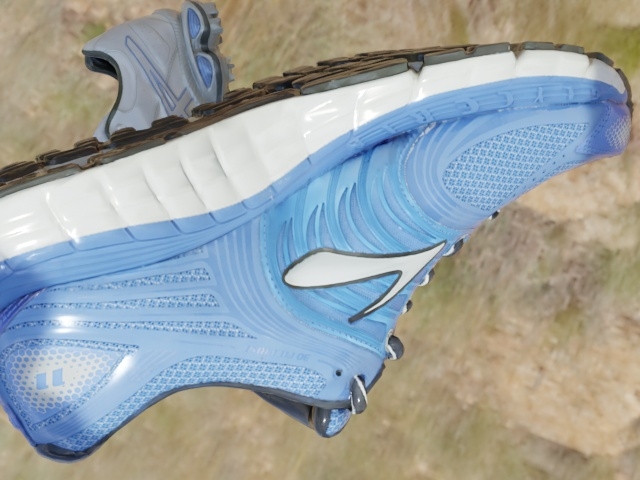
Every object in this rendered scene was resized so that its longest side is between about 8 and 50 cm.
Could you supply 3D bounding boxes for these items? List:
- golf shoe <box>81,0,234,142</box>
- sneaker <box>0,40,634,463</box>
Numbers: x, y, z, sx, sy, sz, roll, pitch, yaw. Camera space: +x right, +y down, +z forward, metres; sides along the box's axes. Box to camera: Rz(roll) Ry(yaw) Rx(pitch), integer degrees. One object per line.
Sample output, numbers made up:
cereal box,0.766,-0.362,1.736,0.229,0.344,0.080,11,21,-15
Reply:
golf shoe,-0.078,-0.042,0.655,0.086,0.176,0.069,-13,160,-12
sneaker,0.000,0.000,0.546,0.130,0.330,0.147,18,126,66
